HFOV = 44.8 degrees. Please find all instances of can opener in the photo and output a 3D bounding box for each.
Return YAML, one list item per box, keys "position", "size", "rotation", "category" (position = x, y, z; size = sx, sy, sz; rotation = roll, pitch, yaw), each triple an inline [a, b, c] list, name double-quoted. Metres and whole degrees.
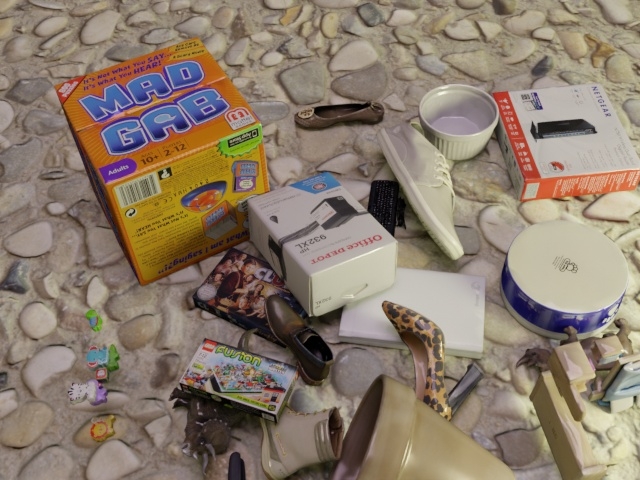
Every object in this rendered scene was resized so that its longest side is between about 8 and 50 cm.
- position: [-0.160, 0.485, 1.457]
  size: [0.073, 0.059, 0.186]
  rotation: [-2, 51, 1]
  category: "can opener"

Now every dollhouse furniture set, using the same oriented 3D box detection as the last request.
- position: [0.582, 0.304, 1.434]
  size: [0.303, 0.286, 0.198]
  rotation: [-14, 59, -5]
  category: "dollhouse furniture set"

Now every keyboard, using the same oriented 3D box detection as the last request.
- position: [0.166, -0.085, 1.924]
  size: [0.100, 0.038, 0.192]
  rotation: [4, 52, 6]
  category: "keyboard"

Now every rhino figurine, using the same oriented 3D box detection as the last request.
- position: [0.526, 0.236, 1.609]
  size: [0.243, 0.073, 0.106]
  rotation: [-13, 38, 11]
  category: "rhino figurine"

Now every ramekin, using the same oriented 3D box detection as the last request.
- position: [0.360, -0.306, 2.050]
  size: [0.207, 0.109, 0.207]
  rotation: [-2, 51, 2]
  category: "ramekin"

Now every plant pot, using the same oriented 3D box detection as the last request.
- position: [0.173, 0.436, 1.354]
  size: [0.280, 0.323, 0.323]
  rotation: [24, 54, -1]
  category: "plant pot"

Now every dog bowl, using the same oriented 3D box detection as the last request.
- position: [0.538, 0.084, 1.723]
  size: [0.264, 0.104, 0.265]
  rotation: [-2, 51, 2]
  category: "dog bowl"

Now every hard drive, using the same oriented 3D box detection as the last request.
- position: [0.207, 0.151, 1.726]
  size: [0.307, 0.040, 0.203]
  rotation: [6, 51, 8]
  category: "hard drive"

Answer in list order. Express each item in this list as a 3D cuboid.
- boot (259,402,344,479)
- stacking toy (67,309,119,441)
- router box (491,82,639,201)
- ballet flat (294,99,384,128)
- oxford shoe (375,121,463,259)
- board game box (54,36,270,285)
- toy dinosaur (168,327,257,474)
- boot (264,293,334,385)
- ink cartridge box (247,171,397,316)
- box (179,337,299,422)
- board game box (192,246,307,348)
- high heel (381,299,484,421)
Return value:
- position: [-0.037, 0.345, 1.508]
  size: [0.165, 0.077, 0.213]
  rotation: [-25, 48, 24]
  category: "boot"
- position: [-0.456, 0.272, 1.576]
  size: [0.052, 0.167, 0.221]
  rotation: [-6, 51, -2]
  category: "stacking toy"
- position: [0.625, -0.262, 2.018]
  size: [0.301, 0.082, 0.335]
  rotation: [-6, 50, -2]
  category: "router box"
- position: [0.052, -0.353, 2.135]
  size: [0.249, 0.058, 0.084]
  rotation: [-2, 50, 1]
  category: "ballet flat"
- position: [0.258, -0.141, 1.877]
  size: [0.130, 0.169, 0.449]
  rotation: [-26, 47, 7]
  category: "oxford shoe"
- position: [-0.355, -0.187, 1.825]
  size: [0.356, 0.356, 0.356]
  rotation: [-24, 54, -17]
  category: "board game box"
- position: [-0.202, 0.320, 1.580]
  size: [0.160, 0.121, 0.313]
  rotation: [32, 53, 12]
  category: "toy dinosaur"
- position: [-0.039, 0.190, 1.623]
  size: [0.082, 0.106, 0.219]
  rotation: [-26, 74, -29]
  category: "boot"
- position: [0.000, 0.000, 1.755]
  size: [0.223, 0.129, 0.307]
  rotation: [-20, 44, -21]
  category: "ink cartridge box"
- position: [-0.158, 0.271, 1.518]
  size: [0.207, 0.036, 0.114]
  rotation: [14, 51, 15]
  category: "box"
- position: [-0.143, 0.125, 1.762]
  size: [0.243, 0.042, 0.165]
  rotation: [22, 55, 19]
  category: "board game box"
- position: [0.183, 0.255, 1.578]
  size: [0.261, 0.093, 0.186]
  rotation: [41, 68, 11]
  category: "high heel"
